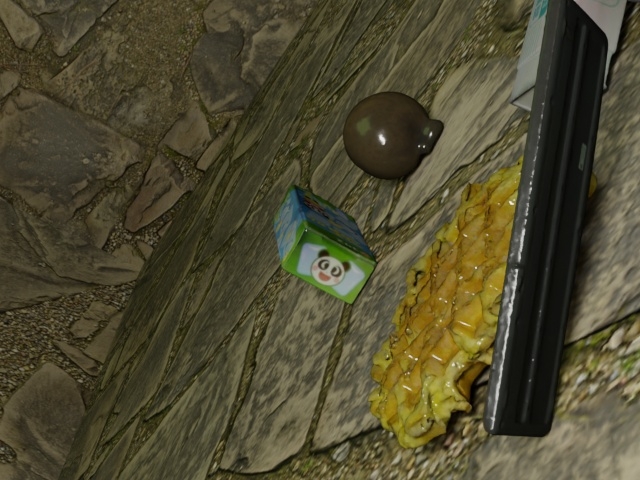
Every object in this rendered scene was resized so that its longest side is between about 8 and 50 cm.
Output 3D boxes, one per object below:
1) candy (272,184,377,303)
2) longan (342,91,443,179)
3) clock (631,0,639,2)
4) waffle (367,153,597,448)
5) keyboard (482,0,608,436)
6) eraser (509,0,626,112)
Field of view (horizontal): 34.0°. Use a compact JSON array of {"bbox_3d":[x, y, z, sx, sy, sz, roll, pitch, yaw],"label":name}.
[{"bbox_3d":[0.000,0.000,1.260,0.062,0.097,0.194,-58,14,12],"label":"candy"},{"bbox_3d":[0.084,-0.122,1.216,0.119,0.106,0.106,3,56,28],"label":"longan"},{"bbox_3d":[0.212,-0.199,0.578,0.189,0.254,0.189,-50,21,27],"label":"clock"},{"bbox_3d":[0.119,0.045,0.830,0.291,0.051,0.291,-58,12,19],"label":"waffle"},{"bbox_3d":[0.159,-0.065,0.667,0.041,0.103,0.381,14,87,35],"label":"keyboard"},{"bbox_3d":[0.227,-0.225,0.910,0.095,0.052,0.225,147,141,-72],"label":"eraser"}]
